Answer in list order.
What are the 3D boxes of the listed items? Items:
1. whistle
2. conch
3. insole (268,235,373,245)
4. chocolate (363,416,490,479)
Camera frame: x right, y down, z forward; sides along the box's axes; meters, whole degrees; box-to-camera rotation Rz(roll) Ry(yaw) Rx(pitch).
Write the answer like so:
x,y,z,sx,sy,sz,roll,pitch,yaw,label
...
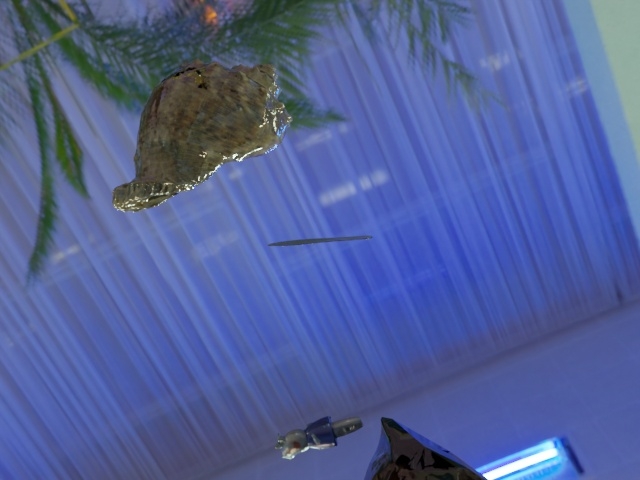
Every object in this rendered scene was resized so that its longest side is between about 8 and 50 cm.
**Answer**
x,y,z,sx,sy,sz,roll,pitch,yaw,label
-0.001,0.180,0.734,0.083,0.033,0.029,-18,-142,2,whistle
-0.116,-0.095,0.780,0.207,0.130,0.155,-50,167,-9,conch
0.000,0.000,1.155,0.153,0.002,0.053,-4,-173,3,insole
0.128,0.324,0.745,0.186,0.283,0.284,-53,-152,-12,chocolate
